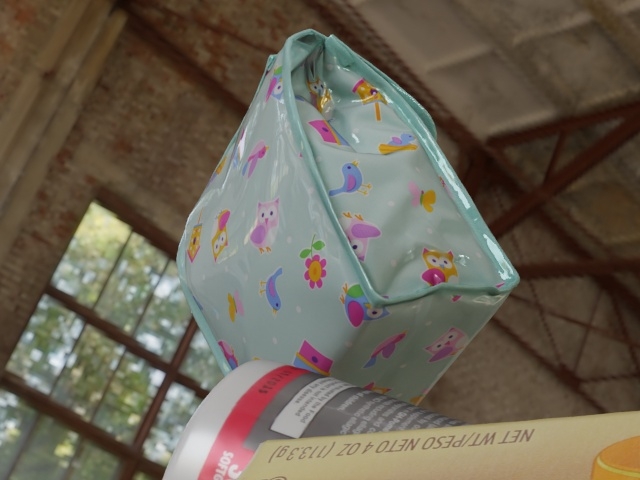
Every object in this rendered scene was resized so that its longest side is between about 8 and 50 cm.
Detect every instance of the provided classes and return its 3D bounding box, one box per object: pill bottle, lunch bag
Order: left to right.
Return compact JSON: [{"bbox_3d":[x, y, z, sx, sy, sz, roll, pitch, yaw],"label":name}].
[{"bbox_3d":[0.000,0.000,1.006,0.160,0.262,0.223,-4,-37,-34],"label":"lunch bag"},{"bbox_3d":[0.074,0.195,0.776,0.319,0.176,0.176,15,-25,24],"label":"pill bottle"}]

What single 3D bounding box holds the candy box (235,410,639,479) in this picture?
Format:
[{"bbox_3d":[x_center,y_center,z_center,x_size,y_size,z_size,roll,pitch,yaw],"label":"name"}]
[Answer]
[{"bbox_3d":[0.098,0.112,0.254,0.316,0.183,0.087,-8,-66,28],"label":"candy box"}]
